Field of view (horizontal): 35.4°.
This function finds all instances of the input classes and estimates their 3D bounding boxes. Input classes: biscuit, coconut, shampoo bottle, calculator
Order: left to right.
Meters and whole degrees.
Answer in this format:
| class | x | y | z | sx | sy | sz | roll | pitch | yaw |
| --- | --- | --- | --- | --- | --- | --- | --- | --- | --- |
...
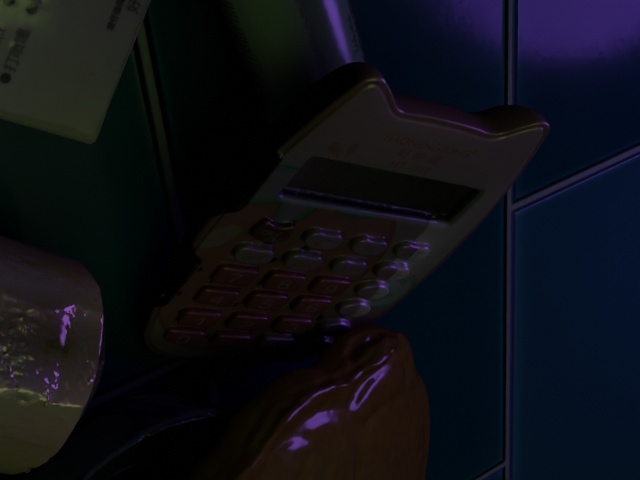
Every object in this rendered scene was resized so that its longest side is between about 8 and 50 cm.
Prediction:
| class | x | y | z | sx | sy | sz | roll | pitch | yaw |
| --- | --- | --- | --- | --- | --- | --- | --- | --- | --- |
| coconut | -0.207 | 0.069 | 0.623 | 0.153 | 0.147 | 0.147 | 23 | 99 | -38 |
| shampoo bottle | -0.012 | -0.125 | 0.693 | 0.085 | 0.085 | 0.262 | -38 | 137 | -15 |
| biscuit | -0.009 | 0.240 | 0.775 | 0.351 | 0.057 | 0.312 | -23 | 120 | -52 |
| calculator | 0.000 | 0.000 | 0.733 | 0.220 | 0.048 | 0.329 | 7 | 137 | -38 |

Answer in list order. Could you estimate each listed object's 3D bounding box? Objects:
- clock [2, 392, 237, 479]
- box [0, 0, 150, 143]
| class | x | y | z | sx | sy | sz | roll | pitch | yaw |
| --- | --- | --- | --- | --- | --- | --- | --- | --- | --- |
| clock | -0.134 | 0.268 | 0.713 | 0.325 | 0.067 | 0.325 | -25 | 122 | -49 |
| box | -0.161 | -0.245 | 0.542 | 0.214 | 0.069 | 0.353 | 15 | 103 | -41 |
